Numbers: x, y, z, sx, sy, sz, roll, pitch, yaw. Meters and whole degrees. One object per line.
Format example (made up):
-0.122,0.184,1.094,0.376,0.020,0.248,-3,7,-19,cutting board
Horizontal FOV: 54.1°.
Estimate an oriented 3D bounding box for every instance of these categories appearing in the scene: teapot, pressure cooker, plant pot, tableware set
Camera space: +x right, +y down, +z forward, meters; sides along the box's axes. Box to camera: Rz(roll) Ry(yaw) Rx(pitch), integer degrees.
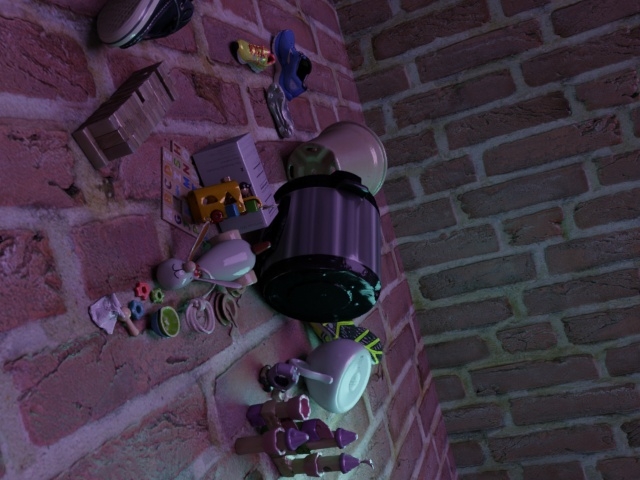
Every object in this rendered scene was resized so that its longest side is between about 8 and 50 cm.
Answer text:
0.030,0.416,2.006,0.252,0.187,0.256,-45,141,-37,teapot
0.005,0.003,1.932,0.375,0.370,0.420,57,30,-51,pressure cooker
0.042,-0.275,2.360,0.305,0.334,0.333,-25,100,-59,plant pot
-0.232,0.142,1.674,0.194,0.039,0.128,-79,148,-50,tableware set

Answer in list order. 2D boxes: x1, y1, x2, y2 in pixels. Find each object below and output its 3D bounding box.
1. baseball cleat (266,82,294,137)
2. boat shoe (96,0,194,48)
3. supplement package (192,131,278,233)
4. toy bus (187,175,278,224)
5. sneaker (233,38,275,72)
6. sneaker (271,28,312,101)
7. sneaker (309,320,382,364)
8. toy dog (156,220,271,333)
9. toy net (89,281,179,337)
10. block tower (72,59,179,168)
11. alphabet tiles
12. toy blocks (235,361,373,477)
-0.148,-0.478,2.317,0.109,0.072,0.206,-78,155,-78,baseball cleat
-0.392,-0.571,1.523,0.156,0.187,0.500,56,22,-31,boat shoe
-0.228,-0.153,1.727,0.134,0.139,0.244,-65,137,-67,supplement package
-0.234,-0.107,1.587,0.202,0.191,0.104,-25,100,-70,toy bus
-0.225,-0.646,2.157,0.208,0.094,0.081,2,76,-68,sneaker
-0.101,-0.690,2.449,0.130,0.147,0.330,41,39,-59,sneaker
0.049,0.332,2.191,0.385,0.147,0.145,44,38,-24,sneaker
-0.233,0.053,1.517,0.220,0.161,0.333,58,24,-15,toy dog
-0.374,0.136,1.280,0.232,0.045,0.122,27,52,-65,toy net
-0.415,-0.287,1.389,0.335,0.097,0.091,-75,145,-52,block tower
-0.344,-0.129,1.602,0.198,0.009,0.237,38,43,-60,alphabet tiles
-0.025,0.507,1.661,0.309,0.260,0.288,-71,141,-57,toy blocks
